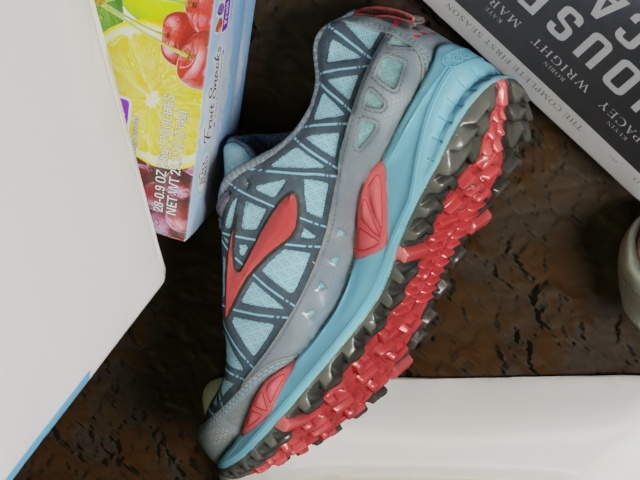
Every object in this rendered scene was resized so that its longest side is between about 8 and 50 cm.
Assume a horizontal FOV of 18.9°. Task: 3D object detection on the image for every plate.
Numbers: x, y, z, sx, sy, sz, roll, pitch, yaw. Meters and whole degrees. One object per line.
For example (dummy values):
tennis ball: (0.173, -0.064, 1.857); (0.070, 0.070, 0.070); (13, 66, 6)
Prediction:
plate: (0.079, 0.203, 1.042); (0.277, 0.045, 0.278); (-1, 114, 21)

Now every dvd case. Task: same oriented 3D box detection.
dvd case: (0.144, -0.133, 0.814); (0.179, 0.029, 0.238); (43, 142, -3)

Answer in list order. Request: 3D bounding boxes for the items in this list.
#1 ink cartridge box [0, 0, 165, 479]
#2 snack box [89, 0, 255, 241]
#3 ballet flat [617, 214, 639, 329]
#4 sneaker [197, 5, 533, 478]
ink cartridge box: (-0.249, -0.015, 0.888); (0.270, 0.198, 0.197); (0, 120, 22)
snack box: (-0.140, -0.113, 0.952); (0.207, 0.070, 0.174); (17, 121, 14)
ballet flat: (0.242, 0.039, 0.898); (0.213, 0.072, 0.068); (18, 147, 12)
sneaker: (0.000, 0.000, 0.954); (0.125, 0.104, 0.262); (41, 117, 23)
